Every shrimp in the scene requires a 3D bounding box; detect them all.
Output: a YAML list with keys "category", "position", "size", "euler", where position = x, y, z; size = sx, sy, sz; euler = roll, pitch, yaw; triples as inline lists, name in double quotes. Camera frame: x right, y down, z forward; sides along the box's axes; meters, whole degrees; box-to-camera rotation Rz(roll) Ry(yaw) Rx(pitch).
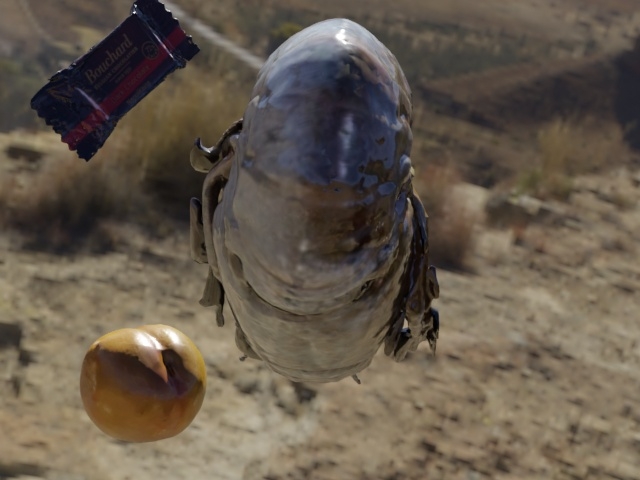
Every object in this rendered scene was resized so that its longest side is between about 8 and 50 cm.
- category: "shrimp"
  position: [-0.005, 0.005, 0.719]
  size: [0.116, 0.343, 0.145]
  euler: [-6, 68, -6]

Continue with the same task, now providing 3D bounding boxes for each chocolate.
- category: "chocolate"
  position: [-0.195, -0.160, 1.406]
  size: [0.086, 0.028, 0.182]
  euler: [46, 59, -13]

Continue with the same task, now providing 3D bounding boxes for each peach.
- category: "peach"
  position: [-0.186, 0.153, 1.572]
  size: [0.138, 0.138, 0.138]
  euler: [13, 21, -5]
